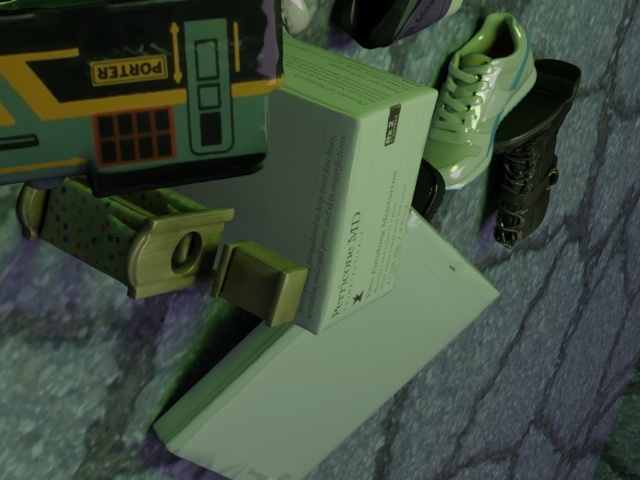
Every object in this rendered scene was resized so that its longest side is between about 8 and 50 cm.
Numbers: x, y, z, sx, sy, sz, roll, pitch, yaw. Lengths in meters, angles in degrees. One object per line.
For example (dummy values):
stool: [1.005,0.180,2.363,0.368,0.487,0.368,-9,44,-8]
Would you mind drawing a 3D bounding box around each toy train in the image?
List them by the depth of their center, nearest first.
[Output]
toy train: [-0.169,-0.106,0.563,0.333,0.142,0.190,-10,118,-16]

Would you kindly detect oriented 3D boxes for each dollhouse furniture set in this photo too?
dollhouse furniture set: [-0.097,-0.045,0.813,0.101,0.181,0.161,-12,123,-57]

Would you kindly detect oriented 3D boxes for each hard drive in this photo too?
hard drive: [0.013,0.111,1.135,0.307,0.040,0.203,-44,141,6]

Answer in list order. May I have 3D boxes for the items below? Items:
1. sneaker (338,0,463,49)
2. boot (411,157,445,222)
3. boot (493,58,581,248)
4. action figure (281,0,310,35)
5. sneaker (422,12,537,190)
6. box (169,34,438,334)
sneaker: [0.070,-0.288,1.005,0.124,0.107,0.283,-37,142,-33]
boot: [0.000,0.000,1.125,0.207,0.094,0.246,22,102,-55]
boot: [0.254,-0.089,1.502,0.263,0.091,0.229,-36,140,-47]
action figure: [-0.083,-0.295,0.692,0.276,0.248,0.370,-46,162,29]
sneaker: [0.160,-0.151,1.304,0.229,0.087,0.092,-59,146,-28]
box: [-0.027,-0.053,0.931,0.119,0.181,0.181,-26,134,-52]
